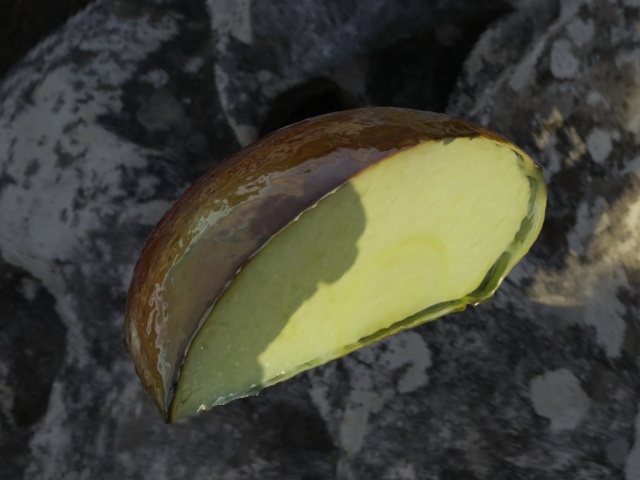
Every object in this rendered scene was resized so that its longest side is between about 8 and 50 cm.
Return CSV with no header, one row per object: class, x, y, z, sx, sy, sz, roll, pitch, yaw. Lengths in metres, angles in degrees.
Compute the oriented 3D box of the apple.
apple,0.000,0.000,0.898,0.254,0.346,0.179,-38,75,56
